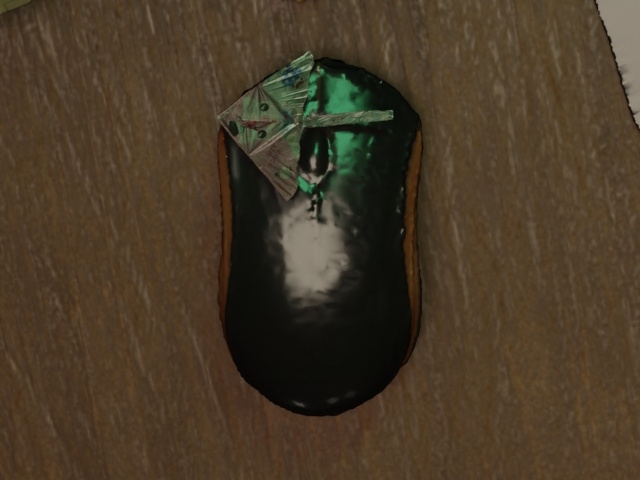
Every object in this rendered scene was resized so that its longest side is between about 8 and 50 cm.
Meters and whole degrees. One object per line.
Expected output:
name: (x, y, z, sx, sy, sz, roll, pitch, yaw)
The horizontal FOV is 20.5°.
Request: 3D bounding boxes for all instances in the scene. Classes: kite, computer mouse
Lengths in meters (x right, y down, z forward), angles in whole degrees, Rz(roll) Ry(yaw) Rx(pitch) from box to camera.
kite: (-0.015, -0.097, 1.501, 0.153, 0.005, 0.137, 5, 76, 13)
computer mouse: (0.000, 0.001, 1.553, 0.183, 0.116, 0.323, -1, 101, 2)

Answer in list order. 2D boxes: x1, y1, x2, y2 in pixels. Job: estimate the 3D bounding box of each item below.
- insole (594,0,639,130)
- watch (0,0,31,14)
insole: (0.276, -0.246, 1.524, 0.119, 0.009, 0.348, -16, 99, 11)
watch: (-0.394, -0.176, 1.524, 0.268, 0.165, 0.102, -16, 100, 31)
